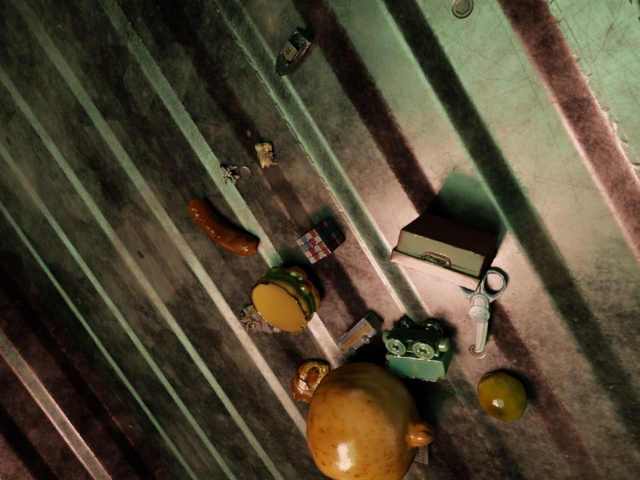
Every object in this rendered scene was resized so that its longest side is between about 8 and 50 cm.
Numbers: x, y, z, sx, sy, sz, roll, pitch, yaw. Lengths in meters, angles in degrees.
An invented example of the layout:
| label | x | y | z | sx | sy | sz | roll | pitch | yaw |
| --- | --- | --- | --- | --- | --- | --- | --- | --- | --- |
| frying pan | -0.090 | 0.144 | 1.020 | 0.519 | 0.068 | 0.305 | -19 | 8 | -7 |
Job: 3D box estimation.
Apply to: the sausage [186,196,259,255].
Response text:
| label | x | y | z | sx | sy | sz | roll | pitch | yaw |
| --- | --- | --- | --- | --- | --- | --- | --- | --- | --- |
| sausage | -0.345 | -0.036 | 1.587 | 0.302 | 0.076 | 0.103 | 37 | 130 | 12 |

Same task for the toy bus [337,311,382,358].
| label | x | y | z | sx | sy | sz | roll | pitch | yaw |
| --- | --- | --- | --- | --- | --- | --- | --- | --- | --- |
| toy bus | 0.125 | 0.311 | 1.475 | 0.075 | 0.064 | 0.190 | 47 | 131 | 10 |

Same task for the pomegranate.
| label | x | y | z | sx | sy | sz | roll | pitch | yaw |
| --- | --- | --- | --- | --- | --- | --- | --- | --- | --- |
| pomegranate | 0.157 | 0.570 | 1.402 | 0.409 | 0.410 | 0.411 | 16 | 123 | 26 |

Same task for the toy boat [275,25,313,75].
| label | x | y | z | sx | sy | sz | roll | pitch | yaw |
| --- | --- | --- | --- | --- | --- | --- | --- | --- | --- |
| toy boat | -0.077 | -0.482 | 1.179 | 0.055 | 0.060 | 0.141 | 49 | 134 | -1 |

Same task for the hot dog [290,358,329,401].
| label | x | y | z | sx | sy | sz | roll | pitch | yaw |
| --- | --- | --- | --- | --- | --- | --- | --- | --- | --- |
| hot dog | -0.054 | 0.543 | 1.701 | 0.123 | 0.093 | 0.262 | 33 | 128 | 14 |

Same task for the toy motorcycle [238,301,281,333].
| label | x | y | z | sx | sy | sz | roll | pitch | yaw |
| --- | --- | --- | --- | --- | --- | --- | --- | --- | --- |
| toy motorcycle | -0.208 | 0.288 | 1.678 | 0.152 | 0.073 | 0.225 | 50 | 130 | -3 |

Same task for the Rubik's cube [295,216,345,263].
| label | x | y | z | sx | sy | sz | roll | pitch | yaw |
| --- | --- | --- | --- | --- | --- | --- | --- | --- | --- |
| Rubik's cube | 0.000 | 0.000 | 1.367 | 0.092 | 0.092 | 0.092 | -32 | 94 | 41 |

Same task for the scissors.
| label | x | y | z | sx | sy | sz | roll | pitch | yaw |
| --- | --- | --- | --- | --- | --- | --- | --- | --- | --- |
| scissors | 0.432 | 0.189 | 1.223 | 0.125 | 0.030 | 0.256 | 6 | 115 | 30 |

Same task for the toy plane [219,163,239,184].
| label | x | y | z | sx | sy | sz | roll | pitch | yaw |
| --- | --- | --- | --- | --- | --- | --- | --- | --- | --- |
| toy plane | -0.302 | -0.223 | 1.487 | 0.083 | 0.031 | 0.079 | 42 | 115 | 4 |

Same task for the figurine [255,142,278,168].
| label | x | y | z | sx | sy | sz | roll | pitch | yaw |
| --- | --- | --- | --- | --- | --- | --- | --- | --- | --- |
| figurine | -0.161 | -0.262 | 1.368 | 0.050 | 0.047 | 0.084 | -20 | 96 | 24 |

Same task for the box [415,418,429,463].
| label | x | y | z | sx | sy | sz | roll | pitch | yaw |
| --- | --- | --- | --- | --- | --- | --- | --- | --- | --- |
| box | 0.318 | 0.685 | 1.569 | 0.115 | 0.036 | 0.178 | 9 | 119 | 30 |

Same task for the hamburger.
| label | x | y | z | sx | sy | sz | roll | pitch | yaw |
| --- | --- | --- | --- | --- | --- | --- | --- | --- | --- |
| hamburger | -0.104 | 0.180 | 1.501 | 0.236 | 0.149 | 0.237 | 20 | 133 | 23 |

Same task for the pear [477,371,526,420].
| label | x | y | z | sx | sy | sz | roll | pitch | yaw |
| --- | --- | --- | --- | --- | --- | --- | --- | --- | --- |
| pear | 0.504 | 0.445 | 1.273 | 0.140 | 0.104 | 0.141 | 15 | 119 | 29 |

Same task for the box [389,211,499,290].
| label | x | y | z | sx | sy | sz | roll | pitch | yaw |
| --- | --- | --- | --- | --- | --- | --- | --- | --- | --- |
| box | 0.305 | 0.016 | 1.096 | 0.215 | 0.215 | 0.086 | 20 | 113 | 24 |

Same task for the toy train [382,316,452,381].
| label | x | y | z | sx | sy | sz | roll | pitch | yaw |
| --- | --- | --- | --- | --- | --- | --- | --- | --- | --- |
| toy train | 0.287 | 0.326 | 1.348 | 0.203 | 0.112 | 0.163 | 0 | 121 | 34 |
